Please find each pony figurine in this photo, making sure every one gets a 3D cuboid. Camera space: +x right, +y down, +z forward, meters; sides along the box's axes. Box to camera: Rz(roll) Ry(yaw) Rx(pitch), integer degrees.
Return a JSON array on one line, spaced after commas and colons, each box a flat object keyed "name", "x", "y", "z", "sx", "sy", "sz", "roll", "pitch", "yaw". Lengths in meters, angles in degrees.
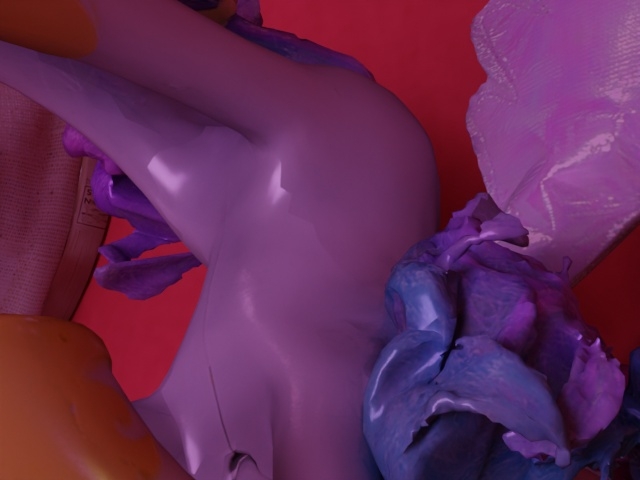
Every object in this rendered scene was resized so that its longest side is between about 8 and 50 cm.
[{"name": "pony figurine", "x": 0.000, "y": 0.000, "z": 0.525, "sx": 0.303, "sy": 0.363, "sz": 0.351, "roll": -38, "pitch": 42, "yaw": 37}]

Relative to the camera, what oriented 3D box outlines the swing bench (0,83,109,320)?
[{"name": "swing bench", "x": -0.241, "y": -0.082, "z": 0.770, "sx": 0.254, "sy": 0.253, "sz": 0.165, "roll": 41, "pitch": 107, "yaw": 38}]
